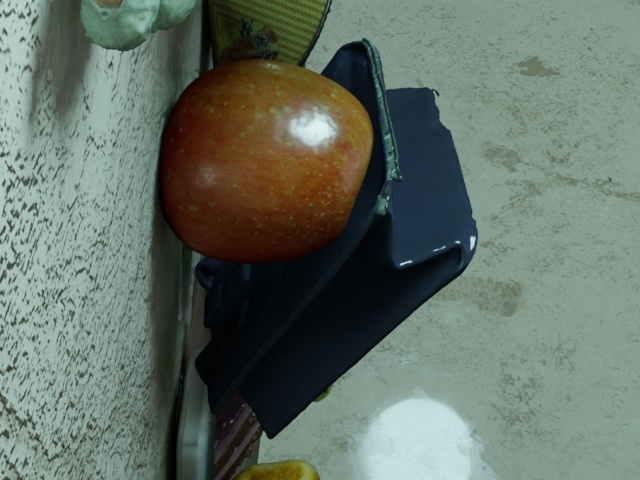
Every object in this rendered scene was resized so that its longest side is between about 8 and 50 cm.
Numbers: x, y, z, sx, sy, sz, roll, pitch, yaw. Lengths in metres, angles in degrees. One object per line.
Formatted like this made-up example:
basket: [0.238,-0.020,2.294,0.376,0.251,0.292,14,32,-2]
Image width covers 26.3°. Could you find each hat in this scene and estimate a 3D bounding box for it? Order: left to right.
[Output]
hat: [-0.075,-0.231,1.297,0.193,0.082,0.193,-26,-124,47]

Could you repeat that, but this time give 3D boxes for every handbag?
handbag: [0.000,0.000,1.356,0.329,0.122,0.303,-47,-152,27]

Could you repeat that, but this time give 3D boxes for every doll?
doll: [-0.091,-0.170,0.725,0.214,0.071,0.103,-88,-176,-54]

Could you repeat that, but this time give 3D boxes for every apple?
apple: [-0.048,-0.063,1.153,0.181,0.168,0.181,-166,-90,-88]

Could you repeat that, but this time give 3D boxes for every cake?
cake: [-0.115,0.209,1.757,0.295,0.113,0.116,-64,163,-46]

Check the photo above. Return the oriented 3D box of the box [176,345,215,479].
box: [-0.137,0.254,1.499,0.285,0.044,0.142,95,-3,-45]

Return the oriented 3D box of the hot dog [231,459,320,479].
hot dog: [-0.056,0.412,1.710,0.256,0.150,0.153,-83,165,-49]
